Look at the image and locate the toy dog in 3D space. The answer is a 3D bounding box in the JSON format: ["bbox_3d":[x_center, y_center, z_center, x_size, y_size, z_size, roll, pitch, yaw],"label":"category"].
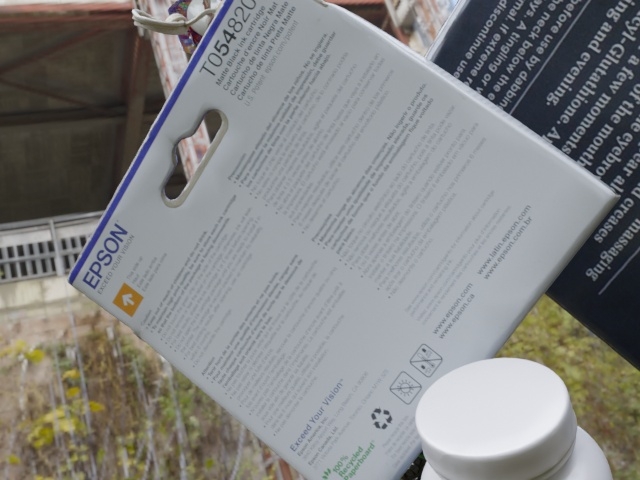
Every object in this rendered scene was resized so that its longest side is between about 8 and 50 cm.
[{"bbox_3d":[-0.126,-0.385,1.201,0.220,0.333,0.161,-9,-62,-52],"label":"toy dog"}]

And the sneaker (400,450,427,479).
[{"bbox_3d":[0.169,0.296,1.204,0.146,0.343,0.134,-37,-15,-47],"label":"sneaker"}]

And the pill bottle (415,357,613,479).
[{"bbox_3d":[0.097,0.139,0.353,0.087,0.160,0.087,-17,23,7],"label":"pill bottle"}]

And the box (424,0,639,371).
[{"bbox_3d":[0.291,-0.041,0.510,0.293,0.395,0.212,-21,-32,-56],"label":"box"}]

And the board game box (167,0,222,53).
[{"bbox_3d":[-0.223,-0.439,1.479,0.133,0.169,0.033,-16,-25,-14],"label":"board game box"}]

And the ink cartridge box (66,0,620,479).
[{"bbox_3d":[0.000,0.000,0.414,0.223,0.224,0.045,-56,-11,15],"label":"ink cartridge box"}]
